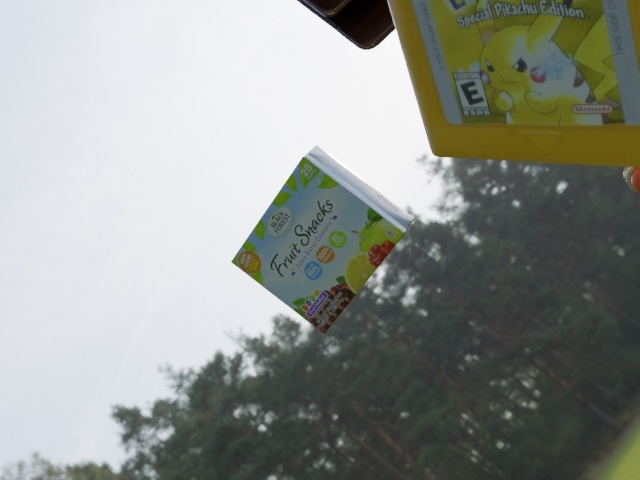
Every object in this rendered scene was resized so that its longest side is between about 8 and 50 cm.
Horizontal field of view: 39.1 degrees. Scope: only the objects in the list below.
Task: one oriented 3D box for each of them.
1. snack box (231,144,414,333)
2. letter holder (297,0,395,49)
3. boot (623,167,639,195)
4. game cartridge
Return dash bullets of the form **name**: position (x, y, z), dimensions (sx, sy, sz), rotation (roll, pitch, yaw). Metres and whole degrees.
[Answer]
- **snack box**: position (0.000, 0.000, 1.270), dimensions (0.207, 0.174, 0.070), rotation (-53, -2, 27)
- **letter holder**: position (0.075, -0.444, 1.229), dimensions (0.302, 0.214, 0.152), rotation (-50, -21, 7)
- **boot**: position (0.397, -0.042, 0.986), dimensions (0.158, 0.084, 0.059), rotation (28, -59, -32)
- **game cartridge**: position (0.175, -0.215, 0.783), dimensions (0.053, 0.285, 0.323), rotation (-44, -55, -33)
